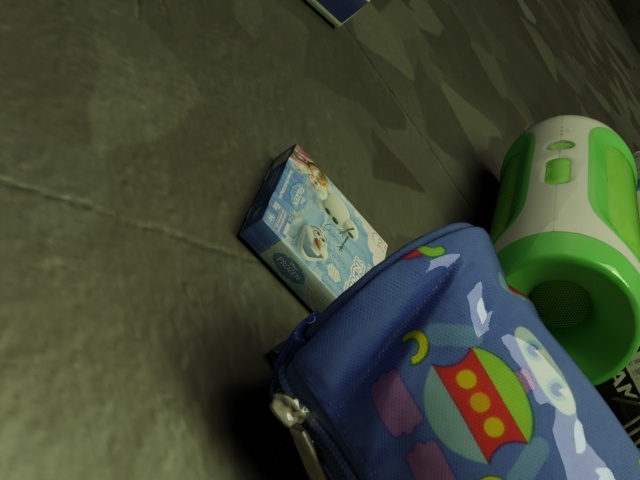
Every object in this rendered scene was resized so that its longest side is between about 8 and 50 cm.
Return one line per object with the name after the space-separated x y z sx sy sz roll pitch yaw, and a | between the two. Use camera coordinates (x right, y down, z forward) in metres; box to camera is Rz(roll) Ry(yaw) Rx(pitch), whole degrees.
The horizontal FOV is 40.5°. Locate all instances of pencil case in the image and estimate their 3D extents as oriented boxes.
0.088 0.138 0.350 0.133 0.119 0.306 -21 66 -28 | pencil case

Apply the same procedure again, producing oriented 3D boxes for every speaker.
0.199 -0.007 0.710 0.131 0.131 0.296 51 29 -11 | speaker

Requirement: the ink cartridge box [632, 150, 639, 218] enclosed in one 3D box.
0.375 -0.052 1.067 0.052 0.088 0.122 51 29 -10 | ink cartridge box

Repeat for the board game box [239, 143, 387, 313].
0.000 0.000 0.501 0.090 0.020 0.090 48 29 -19 | board game box

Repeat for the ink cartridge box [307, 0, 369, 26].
-0.051 -0.315 0.713 0.223 0.045 0.224 33 36 -37 | ink cartridge box

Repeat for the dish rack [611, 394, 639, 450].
0.274 0.208 0.600 0.271 0.074 0.208 110 -45 -85 | dish rack

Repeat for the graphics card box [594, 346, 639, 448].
0.438 0.056 0.761 0.232 0.371 0.094 -13 72 -59 | graphics card box
